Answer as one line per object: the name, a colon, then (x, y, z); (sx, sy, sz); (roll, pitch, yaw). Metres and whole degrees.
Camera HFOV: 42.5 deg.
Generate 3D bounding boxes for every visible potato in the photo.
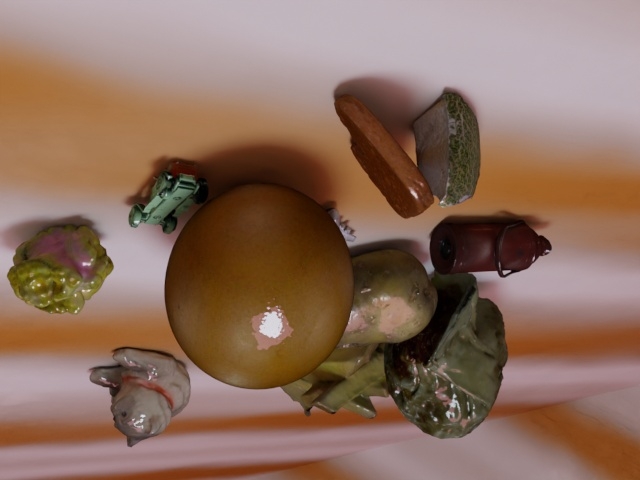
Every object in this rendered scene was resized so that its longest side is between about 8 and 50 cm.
potato: (0.072, 0.115, 1.532); (0.296, 0.141, 0.192); (-16, 124, -7)

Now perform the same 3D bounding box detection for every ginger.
ginger: (0.020, 0.339, 1.943); (0.358, 0.211, 0.413); (-11, 156, 3)

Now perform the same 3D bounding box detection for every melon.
melon: (0.170, -0.135, 1.126); (0.093, 0.202, 0.140); (2, 123, 14)

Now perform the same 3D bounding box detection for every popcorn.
popcorn: (-0.387, 0.042, 1.224); (0.145, 0.126, 0.126); (-36, 164, -5)

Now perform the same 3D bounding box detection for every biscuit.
biscuit: (0.082, -0.112, 1.107); (0.036, 0.186, 0.192); (-40, -179, -5)

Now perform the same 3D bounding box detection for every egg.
egg: (-0.090, 0.068, 1.219); (0.282, 0.283, 0.351); (-7, 144, -10)

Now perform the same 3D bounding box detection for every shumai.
shumai: (0.266, 0.232, 1.679); (0.291, 0.330, 0.288); (6, 164, -4)

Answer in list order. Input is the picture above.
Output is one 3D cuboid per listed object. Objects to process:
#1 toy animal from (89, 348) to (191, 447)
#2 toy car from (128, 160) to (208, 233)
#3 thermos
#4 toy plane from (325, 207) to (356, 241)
toy animal: (-0.406, 0.382, 1.883); (0.266, 0.188, 0.308); (3, 149, -48)
toy car: (-0.218, -0.058, 1.168); (0.073, 0.054, 0.143); (7, 153, -33)
thermos: (0.322, 0.011, 1.517); (0.232, 0.099, 0.124); (-2, -170, -24)
toy plane: (0.000, 0.000, 1.381); (0.162, 0.066, 0.171); (-10, 161, -25)
